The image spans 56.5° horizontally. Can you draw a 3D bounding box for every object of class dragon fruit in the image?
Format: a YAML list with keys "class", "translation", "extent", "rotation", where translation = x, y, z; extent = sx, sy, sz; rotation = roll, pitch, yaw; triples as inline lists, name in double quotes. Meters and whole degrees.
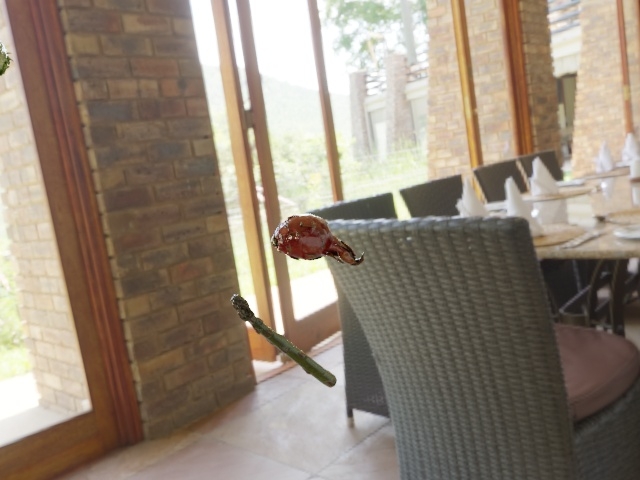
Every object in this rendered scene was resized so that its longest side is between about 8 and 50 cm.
- class: "dragon fruit"
  translation: [0.000, 0.000, 1.147]
  extent: [0.190, 0.094, 0.094]
  rotation: [13, 0, -19]

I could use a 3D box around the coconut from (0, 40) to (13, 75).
- class: "coconut"
  translation: [-0.309, -0.123, 0.396]
  extent: [0.158, 0.133, 0.055]
  rotation: [-50, 5, -16]

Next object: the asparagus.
- class: "asparagus"
  translation: [-0.050, 0.146, 0.839]
  extent: [0.024, 0.248, 0.025]
  rotation: [8, 60, 46]
